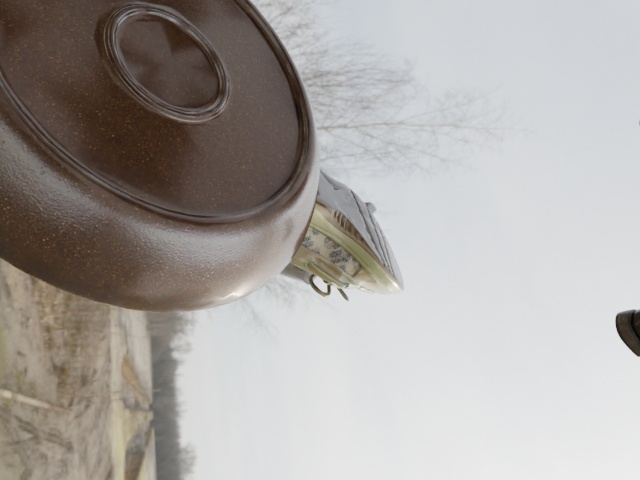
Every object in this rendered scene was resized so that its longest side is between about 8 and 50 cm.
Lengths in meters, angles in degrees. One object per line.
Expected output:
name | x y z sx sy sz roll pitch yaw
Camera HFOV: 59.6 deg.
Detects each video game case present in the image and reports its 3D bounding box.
video game case | 0.000 0.000 0.820 0.019 0.143 0.157 46 -13 -16

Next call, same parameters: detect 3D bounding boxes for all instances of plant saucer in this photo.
plant saucer | -0.109 -0.107 0.373 0.050 0.310 0.311 -30 -119 41

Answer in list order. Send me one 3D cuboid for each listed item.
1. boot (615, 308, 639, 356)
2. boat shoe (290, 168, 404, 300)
boot | 0.653 0.160 0.914 0.229 0.262 0.091 -36 -152 51
boat shoe | -0.007 -0.011 0.580 0.089 0.285 0.105 -33 -135 19
